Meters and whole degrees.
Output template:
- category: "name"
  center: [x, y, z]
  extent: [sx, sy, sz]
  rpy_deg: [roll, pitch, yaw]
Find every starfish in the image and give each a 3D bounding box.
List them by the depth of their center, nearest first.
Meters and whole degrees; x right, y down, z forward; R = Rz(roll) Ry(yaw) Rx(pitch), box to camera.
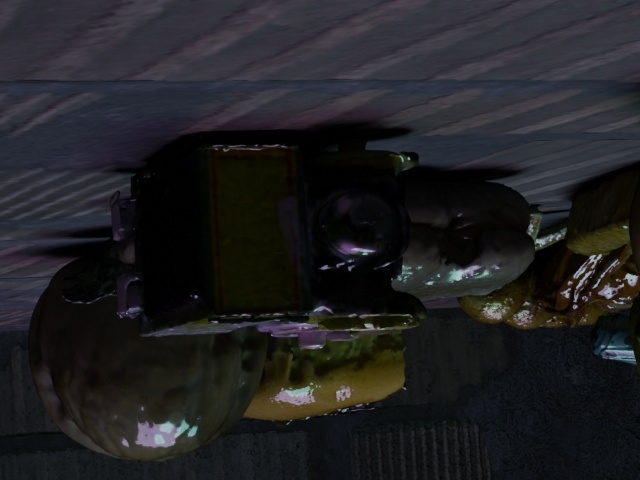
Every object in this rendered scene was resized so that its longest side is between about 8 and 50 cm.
- category: "starfish"
  center: [0.180, -0.007, 1.976]
  extent: [0.217, 0.050, 0.223]
  rpy_deg: [4, 169, -10]

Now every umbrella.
- category: "umbrella"
  center: [0.426, 0.127, 2.196]
  extent: [0.250, 0.053, 0.052]
  rpy_deg: [10, 130, -3]

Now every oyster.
- category: "oyster"
  center: [-0.122, 0.027, 1.795]
  extent: [0.199, 0.087, 0.252]
  rpy_deg: [-12, -173, -24]

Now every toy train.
- category: "toy train"
  center: [-0.033, 0.006, 1.324]
  extent: [0.177, 0.134, 0.261]
  rpy_deg: [-2, 175, -19]

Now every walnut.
- category: "walnut"
  center: [-0.180, 0.117, 2.023]
  extent: [0.248, 0.248, 0.248]
  rpy_deg: [-4, 175, 0]

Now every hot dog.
- category: "hot dog"
  center: [0.327, 0.035, 2.127]
  extent: [0.175, 0.114, 0.259]
  rpy_deg: [-4, 176, 3]

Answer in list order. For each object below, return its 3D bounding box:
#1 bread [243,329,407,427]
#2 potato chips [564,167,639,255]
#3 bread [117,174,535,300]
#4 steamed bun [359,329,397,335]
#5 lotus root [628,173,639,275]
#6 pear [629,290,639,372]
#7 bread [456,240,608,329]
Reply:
- category: "bread"
  center: [-0.036, 0.115, 2.265]
  extent: [0.262, 0.204, 0.162]
  rpy_deg: [-9, 177, 20]
- category: "potato chips"
  center: [0.261, -0.022, 1.716]
  extent: [0.080, 0.057, 0.407]
  rpy_deg: [0, 175, -4]
- category: "bread"
  center: [0.001, 0.005, 1.555]
  extent: [0.337, 0.102, 0.183]
  rpy_deg: [-5, 175, 6]
- category: "steamed bun"
  center: [-0.006, 0.035, 1.948]
  extent: [0.175, 0.106, 0.145]
  rpy_deg: [17, 169, -37]
- category: "lotus root"
  center: [0.296, -0.015, 1.237]
  extent: [0.183, 0.183, 0.310]
  rpy_deg: [-6, 180, 19]
- category: "pear"
  center: [0.464, 0.081, 1.924]
  extent: [0.321, 0.269, 0.269]
  rpy_deg: [-4, 176, -16]
- category: "bread"
  center: [0.276, 0.046, 2.330]
  extent: [0.344, 0.124, 0.084]
  rpy_deg: [2, 141, -50]
